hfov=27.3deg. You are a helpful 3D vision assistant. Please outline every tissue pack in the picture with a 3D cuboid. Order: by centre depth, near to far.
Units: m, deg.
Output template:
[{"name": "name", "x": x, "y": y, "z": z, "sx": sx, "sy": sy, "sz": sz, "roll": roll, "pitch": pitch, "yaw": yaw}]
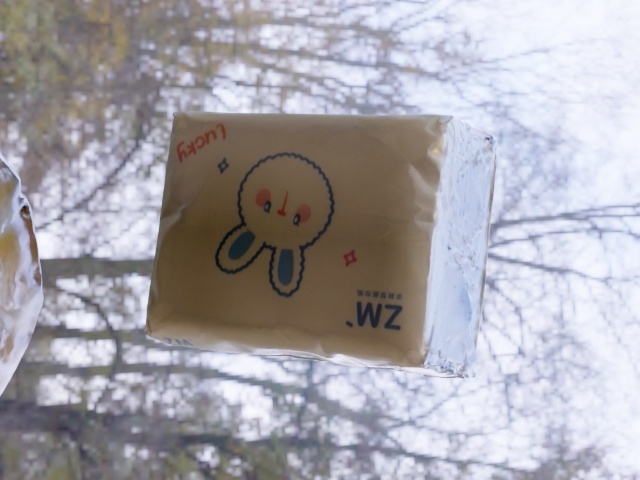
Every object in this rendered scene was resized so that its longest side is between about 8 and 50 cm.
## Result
[{"name": "tissue pack", "x": 0.000, "y": 0.000, "z": 0.790, "sx": 0.196, "sy": 0.092, "sz": 0.148, "roll": 3, "pitch": -96, "yaw": 29}]

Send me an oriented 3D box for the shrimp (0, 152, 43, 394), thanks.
[{"name": "shrimp", "x": -0.317, "y": 0.074, "z": 0.644, "sx": 0.085, "sy": 0.445, "sz": 0.272, "roll": 28, "pitch": -48, "yaw": 33}]
